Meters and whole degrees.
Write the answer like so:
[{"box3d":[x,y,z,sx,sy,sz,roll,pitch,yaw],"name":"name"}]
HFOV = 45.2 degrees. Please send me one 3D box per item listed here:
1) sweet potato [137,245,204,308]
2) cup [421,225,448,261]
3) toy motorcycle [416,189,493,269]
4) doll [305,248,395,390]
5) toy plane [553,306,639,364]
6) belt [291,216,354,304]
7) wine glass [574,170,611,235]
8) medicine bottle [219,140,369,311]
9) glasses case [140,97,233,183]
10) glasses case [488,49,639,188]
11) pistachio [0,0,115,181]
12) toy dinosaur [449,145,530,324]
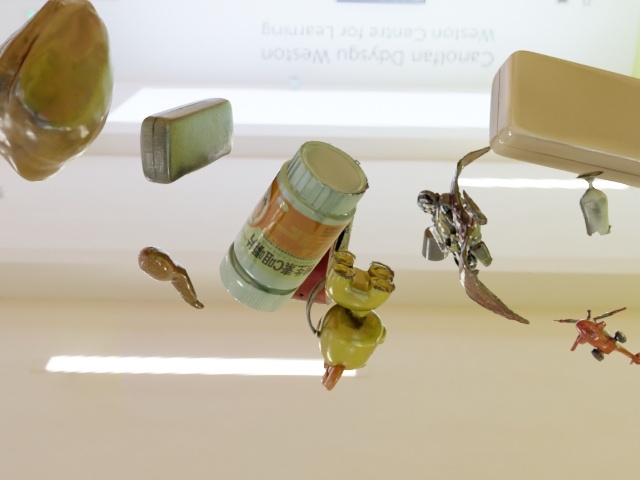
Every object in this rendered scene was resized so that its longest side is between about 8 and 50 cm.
[{"box3d":[-0.250,0.061,1.294,0.050,0.214,0.050,-7,-117,14],"name":"sweet potato"},{"box3d":[0.327,-0.001,2.206,0.078,0.077,0.100,-10,-142,-7],"name":"cup"},{"box3d":[0.271,-0.028,1.511,0.061,0.193,0.124,-36,-176,-35],"name":"toy motorcycle"},{"box3d":[0.040,0.134,1.222,0.136,0.220,0.143,16,-151,-8],"name":"doll"},{"box3d":[0.530,0.195,1.421,0.126,0.194,0.077,-29,-147,14],"name":"toy plane"},{"box3d":[0.000,0.000,1.767,0.115,0.227,0.323,10,-137,9],"name":"belt"},{"box3d":[0.355,-0.047,0.996,0.039,0.083,0.042,-13,-172,5],"name":"wine glass"},{"box3d":[-0.052,-0.025,1.414,0.158,0.318,0.158,24,-144,-18],"name":"medicine bottle"},{"box3d":[-0.264,-0.211,1.569,0.074,0.131,0.323,8,-161,14],"name":"glasses case"},{"box3d":[0.410,-0.164,1.102,0.337,0.143,0.076,12,159,-10],"name":"glasses case"},{"box3d":[-0.363,-0.211,1.061,0.163,0.212,0.260,18,-128,5],"name":"pistachio"},{"box3d":[0.293,-0.027,1.384,0.113,0.206,0.327,-4,-142,0],"name":"toy dinosaur"}]
